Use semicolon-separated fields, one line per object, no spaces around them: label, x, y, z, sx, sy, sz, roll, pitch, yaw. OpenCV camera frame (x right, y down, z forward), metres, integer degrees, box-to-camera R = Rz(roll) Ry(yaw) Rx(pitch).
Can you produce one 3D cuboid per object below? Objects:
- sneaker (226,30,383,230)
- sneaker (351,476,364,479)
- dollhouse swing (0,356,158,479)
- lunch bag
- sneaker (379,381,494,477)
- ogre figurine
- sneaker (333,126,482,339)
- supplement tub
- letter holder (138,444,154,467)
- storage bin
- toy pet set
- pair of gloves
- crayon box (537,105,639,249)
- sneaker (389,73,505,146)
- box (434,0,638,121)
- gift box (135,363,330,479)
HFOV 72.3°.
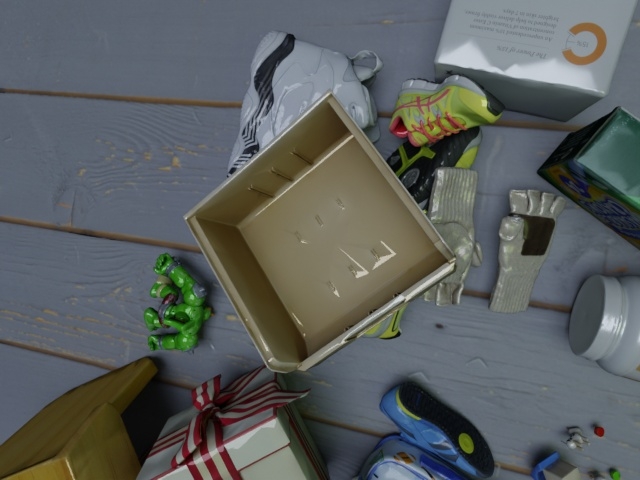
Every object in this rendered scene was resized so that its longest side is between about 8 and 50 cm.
sneaker;-0.023;-0.150;0.722;0.210;0.137;0.366;12;94;16
sneaker;0.110;0.418;0.660;0.084;0.058;0.152;-28;86;18
dollhouse swing;-0.427;0.432;0.781;0.346;0.305;0.315;-26;86;14
lunch bag;0.189;0.488;0.726;0.303;0.115;0.243;29;98;12
sneaker;0.194;0.326;0.744;0.209;0.069;0.082;37;130;3
ogre figurine;-0.274;0.136;0.833;0.118;0.097;0.197;20;87;24
sneaker;0.143;-0.017;0.710;0.147;0.145;0.385;30;96;-24
supplement tub;0.474;0.130;0.607;0.199;0.144;0.144;15;97;13
letter holder;-0.258;0.568;0.844;0.301;0.214;0.152;21;131;12
storage bin;0.000;0.000;0.587;0.262;0.123;0.260;-37;72;14
toy pet set;0.403;0.366;0.699;0.114;0.065;0.122;-20;92;-20
pair of gloves;0.247;0.009;0.648;0.240;0.042;0.204;10;99;-21
crayon box;0.460;-0.028;0.569;0.323;0.203;0.083;39;103;9
sneaker;0.169;-0.173;0.622;0.081;0.208;0.094;28;93;-26
box;0.308;-0.370;0.605;0.215;0.168;0.345;17;97;13
gift box;-0.112;0.353;0.713;0.276;0.255;0.258;-28;96;-9
